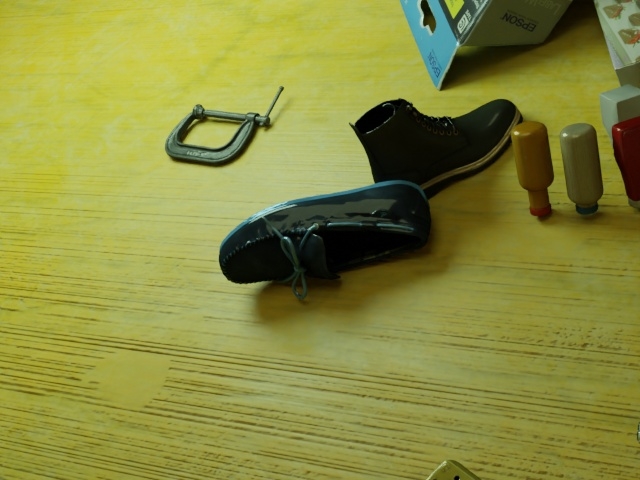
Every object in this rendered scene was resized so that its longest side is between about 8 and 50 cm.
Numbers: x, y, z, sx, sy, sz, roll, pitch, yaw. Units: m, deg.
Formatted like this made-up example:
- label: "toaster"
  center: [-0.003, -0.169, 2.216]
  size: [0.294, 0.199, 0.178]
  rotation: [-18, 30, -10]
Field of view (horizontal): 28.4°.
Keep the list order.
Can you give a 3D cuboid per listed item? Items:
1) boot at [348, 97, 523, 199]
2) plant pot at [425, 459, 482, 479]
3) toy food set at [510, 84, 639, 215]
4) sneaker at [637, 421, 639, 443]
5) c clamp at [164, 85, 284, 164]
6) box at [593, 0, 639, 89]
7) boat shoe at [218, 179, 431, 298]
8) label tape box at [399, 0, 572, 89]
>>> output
- label: "boot"
  center: [0.138, -0.135, 1.487]
  size: [0.198, 0.137, 0.077]
  rotation: [-37, 42, -7]
- label: "plant pot"
  center: [0.127, 0.249, 1.158]
  size: [0.081, 0.083, 0.081]
  rotation: [-44, 43, -13]
- label: "toy food set"
  center: [0.336, -0.098, 1.390]
  size: [0.232, 0.104, 0.111]
  rotation: [-19, 26, -13]
- label: "sneaker"
  center: [0.362, 0.139, 1.158]
  size: [0.073, 0.063, 0.162]
  rotation: [34, 75, 28]
- label: "c clamp"
  center: [-0.140, -0.160, 1.769]
  size: [0.160, 0.022, 0.137]
  rotation: [5, 58, 32]
- label: "box"
  center: [0.372, -0.296, 1.560]
  size: [0.063, 0.067, 0.324]
  rotation: [-18, 44, 16]
- label: "boat shoe"
  center: [0.000, 0.000, 1.464]
  size: [0.258, 0.109, 0.089]
  rotation: [-21, 46, 15]
- label: "label tape box"
  center: [0.249, -0.386, 1.652]
  size: [0.348, 0.115, 0.249]
  rotation: [-59, 28, 32]
